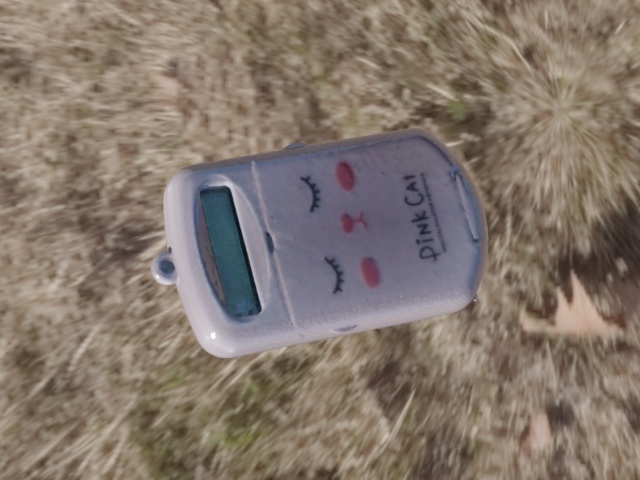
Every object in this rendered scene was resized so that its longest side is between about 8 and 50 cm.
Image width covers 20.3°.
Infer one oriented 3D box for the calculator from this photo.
[{"bbox_3d":[0.000,0.000,0.896,0.175,0.032,0.100,-11,75,-18],"label":"calculator"}]
